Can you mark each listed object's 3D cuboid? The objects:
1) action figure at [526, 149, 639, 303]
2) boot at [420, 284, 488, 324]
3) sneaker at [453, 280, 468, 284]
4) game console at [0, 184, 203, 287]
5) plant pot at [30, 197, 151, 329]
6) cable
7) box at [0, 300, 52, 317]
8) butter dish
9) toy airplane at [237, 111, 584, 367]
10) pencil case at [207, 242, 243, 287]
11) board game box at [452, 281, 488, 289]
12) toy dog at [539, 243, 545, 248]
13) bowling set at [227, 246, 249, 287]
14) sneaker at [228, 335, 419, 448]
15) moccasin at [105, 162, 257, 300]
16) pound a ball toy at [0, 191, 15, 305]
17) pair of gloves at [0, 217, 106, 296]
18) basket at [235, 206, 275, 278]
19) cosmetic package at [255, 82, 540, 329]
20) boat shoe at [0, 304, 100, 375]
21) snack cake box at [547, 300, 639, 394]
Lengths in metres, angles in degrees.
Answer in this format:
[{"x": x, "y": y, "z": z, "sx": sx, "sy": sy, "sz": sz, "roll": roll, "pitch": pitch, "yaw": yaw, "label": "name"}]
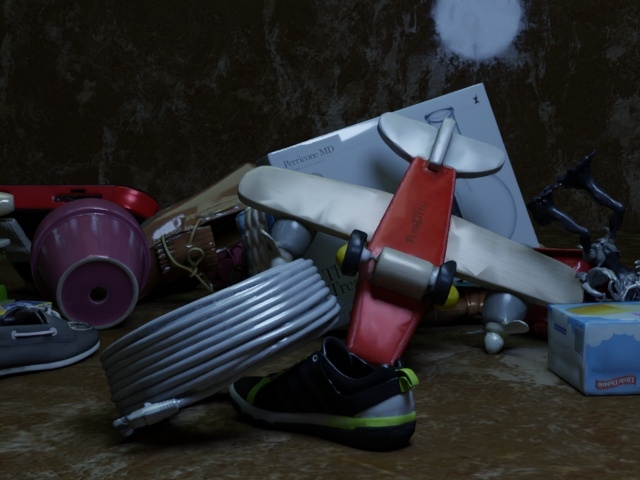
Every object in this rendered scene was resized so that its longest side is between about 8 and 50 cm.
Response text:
[{"x": 0.400, "y": 0.025, "z": 1.379, "sx": 0.164, "sy": 0.275, "sz": 0.141, "roll": -37, "pitch": -6, "yaw": -10, "label": "action figure"}, {"x": 0.209, "y": 0.094, "z": 1.736, "sx": 0.152, "sy": 0.072, "sz": 0.197, "roll": -4, "pitch": 19, "yaw": 2, "label": "boot"}, {"x": 0.188, "y": 0.038, "z": 1.936, "sx": 0.321, "sy": 0.126, "sz": 0.127, "roll": -9, "pitch": 0, "yaw": -9, "label": "sneaker"}, {"x": -0.460, "y": -0.003, "z": 2.061, "sx": 0.387, "sy": 0.060, "sz": 0.342, "roll": 1, "pitch": -27, "yaw": 16, "label": "game console"}, {"x": -0.372, "y": 0.051, "z": 1.706, "sx": 0.201, "sy": 0.201, "sz": 0.180, "roll": -2, "pitch": 21, "yaw": -16, "label": "plant pot"}, {"x": -0.106, "y": 0.104, "z": 1.098, "sx": 0.257, "sy": 0.089, "sz": 0.257, "roll": -27, "pitch": -3, "yaw": -5, "label": "cable"}, {"x": -0.468, "y": 0.127, "z": 1.534, "sx": 0.059, "sy": 0.054, "sz": 0.169, "roll": 2, "pitch": 5, "yaw": 20, "label": "box"}, {"x": 0.348, "y": 0.093, "z": 1.563, "sx": 0.160, "sy": 0.118, "sz": 0.160, "roll": 3, "pitch": -38, "yaw": 31, "label": "butter dish"}, {"x": 0.120, "y": 0.009, "z": 1.464, "sx": 0.384, "sy": 0.272, "sz": 0.386, "roll": -16, "pitch": 51, "yaw": -27, "label": "toy airplane"}, {"x": -0.147, "y": 0.051, "z": 2.183, "sx": 0.209, "sy": 0.098, "sz": 0.095, "roll": -8, "pitch": -35, "yaw": -54, "label": "pencil case"}, {"x": 0.352, "y": 0.098, "z": 1.811, "sx": 0.160, "sy": 0.047, "sz": 0.210, "roll": -6, "pitch": 6, "yaw": -44, "label": "board game box"}, {"x": 0.339, "y": 0.010, "z": 2.169, "sx": 0.220, "sy": 0.160, "sz": 0.334, "roll": 2, "pitch": 5, "yaw": 27, "label": "toy dog"}, {"x": -0.084, "y": 0.014, "z": 2.021, "sx": 0.287, "sy": 0.154, "sz": 0.200, "roll": 30, "pitch": 43, "yaw": 25, "label": "bowling set"}, {"x": 0.005, "y": 0.143, "z": 1.057, "sx": 0.235, "sy": 0.097, "sz": 0.084, "roll": 3, "pitch": 6, "yaw": 38, "label": "sneaker"}, {"x": -0.224, "y": 0.007, "z": 1.916, "sx": 0.380, "sy": 0.139, "sz": 0.147, "roll": -32, "pitch": 58, "yaw": -26, "label": "moccasin"}, {"x": -0.622, "y": 0.029, "z": 1.779, "sx": 0.136, "sy": 0.208, "sz": 0.319, "roll": -3, "pitch": 6, "yaw": -1, "label": "pound a ball toy"}, {"x": -0.504, "y": 0.041, "z": 1.977, "sx": 0.240, "sy": 0.204, "sz": 0.042, "roll": 6, "pitch": 52, "yaw": 23, "label": "pair of gloves"}, {"x": 0.000, "y": 0.000, "z": 1.808, "sx": 0.201, "sy": 0.254, "sz": 0.289, "roll": -12, "pitch": 1, "yaw": -40, "label": "basket"}, {"x": 0.124, "y": -0.054, "z": 1.633, "sx": 0.377, "sy": 0.284, "sz": 0.097, "roll": -20, "pitch": 0, "yaw": -16, "label": "cosmetic package"}, {"x": -0.407, "y": 0.121, "z": 1.346, "sx": 0.112, "sy": 0.095, "sz": 0.335, "roll": 2, "pitch": 6, "yaw": 30, "label": "boat shoe"}, {"x": 0.425, "y": 0.126, "z": 1.263, "sx": 0.265, "sy": 0.089, "sz": 0.152, "roll": -1, "pitch": 4, "yaw": -5, "label": "snack cake box"}]
